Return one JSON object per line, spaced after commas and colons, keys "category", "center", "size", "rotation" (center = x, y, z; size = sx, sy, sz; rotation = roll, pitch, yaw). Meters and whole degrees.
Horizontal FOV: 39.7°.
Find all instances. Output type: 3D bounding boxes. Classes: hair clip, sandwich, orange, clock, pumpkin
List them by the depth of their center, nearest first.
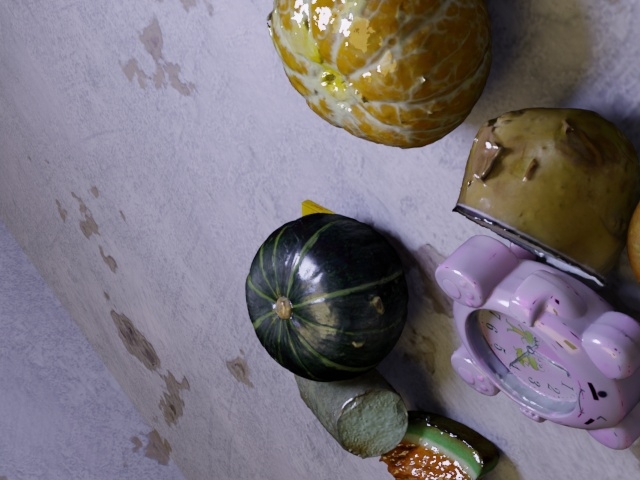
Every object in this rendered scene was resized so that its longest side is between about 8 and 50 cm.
{"category": "orange", "center": [0.090, -0.285, 1.238], "size": [0.329, 0.249, 0.329], "rotation": [31, 160, 13]}
{"category": "clock", "center": [0.331, 0.157, 1.317], "size": [0.322, 0.113, 0.295], "rotation": [29, 148, 39]}
{"category": "hair clip", "center": [0.327, 0.056, 1.412], "size": [0.054, 0.022, 0.137], "rotation": [17, 128, 41]}
{"category": "pumpkin", "center": [0.010, 0.105, 1.645], "size": [0.323, 0.241, 0.323], "rotation": [19, 119, 39]}
{"category": "sandwich", "center": [0.232, 0.496, 1.723], "size": [0.250, 0.162, 0.301], "rotation": [6, 80, 45]}

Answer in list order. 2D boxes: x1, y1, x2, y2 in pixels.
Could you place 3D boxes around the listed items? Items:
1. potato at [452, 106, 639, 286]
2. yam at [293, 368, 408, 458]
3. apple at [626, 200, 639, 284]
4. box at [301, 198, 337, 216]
{"category": "potato", "center": [0.315, -0.073, 1.189], "size": [0.246, 0.196, 0.300], "rotation": [30, -178, 9]}
{"category": "yam", "center": [0.053, 0.307, 1.765], "size": [0.268, 0.161, 0.161], "rotation": [37, 144, 59]}
{"category": "apple", "center": [0.490, 0.006, 1.035], "size": [0.237, 0.207, 0.237], "rotation": [25, 119, 57]}
{"category": "box", "center": [0.000, 0.000, 1.787], "size": [0.087, 0.023, 0.155], "rotation": [31, 136, 40]}
